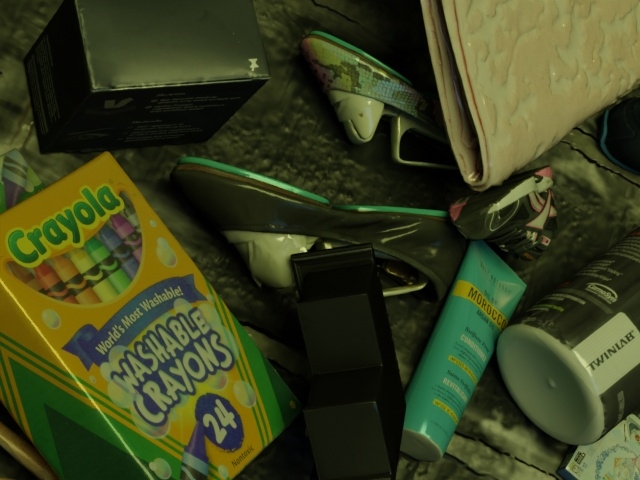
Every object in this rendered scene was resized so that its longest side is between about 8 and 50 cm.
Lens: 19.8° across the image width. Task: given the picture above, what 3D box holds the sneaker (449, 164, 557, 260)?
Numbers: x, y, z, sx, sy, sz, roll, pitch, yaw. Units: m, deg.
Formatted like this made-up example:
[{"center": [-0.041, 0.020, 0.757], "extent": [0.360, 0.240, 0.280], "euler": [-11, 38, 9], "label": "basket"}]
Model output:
[{"center": [0.178, -0.017, 1.646], "extent": [0.178, 0.072, 0.077], "euler": [-22, 94, -59], "label": "sneaker"}]

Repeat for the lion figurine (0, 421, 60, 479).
[{"center": [-0.255, 0.287, 1.349], "extent": [0.240, 0.142, 0.392], "euler": [24, 70, -7], "label": "lion figurine"}]

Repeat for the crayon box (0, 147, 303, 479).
[{"center": [-0.177, 0.065, 1.443], "extent": [0.323, 0.083, 0.203], "euler": [52, 34, -1], "label": "crayon box"}]

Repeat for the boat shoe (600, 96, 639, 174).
[{"center": [0.398, -0.078, 1.780], "extent": [0.258, 0.089, 0.109], "euler": [7, 72, -22], "label": "boat shoe"}]

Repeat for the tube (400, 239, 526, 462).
[{"center": [0.123, 0.098, 1.632], "extent": [0.080, 0.052, 0.207], "euler": [48, 56, -32], "label": "tube"}]

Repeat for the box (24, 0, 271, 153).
[{"center": [-0.147, -0.143, 1.523], "extent": [0.156, 0.158, 0.093], "euler": [-6, 77, -26], "label": "box"}]

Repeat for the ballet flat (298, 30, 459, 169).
[{"center": [0.072, -0.112, 1.664], "extent": [0.221, 0.077, 0.079], "euler": [24, 83, -16], "label": "ballet flat"}]

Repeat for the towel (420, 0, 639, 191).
[{"center": [0.202, -0.248, 1.655], "extent": [0.332, 0.053, 0.317], "euler": [-33, 117, -43], "label": "towel"}]

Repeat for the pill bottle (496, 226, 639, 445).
[{"center": [0.286, 0.069, 1.663], "extent": [0.246, 0.130, 0.130], "euler": [-34, 90, -28], "label": "pill bottle"}]

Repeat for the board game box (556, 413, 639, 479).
[{"center": [0.273, 0.203, 1.678], "extent": [0.090, 0.020, 0.090], "euler": [40, 63, -7], "label": "board game box"}]

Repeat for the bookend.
[{"center": [0.016, 0.107, 1.485], "extent": [0.072, 0.157, 0.156], "euler": [-9, 112, 10], "label": "bookend"}]

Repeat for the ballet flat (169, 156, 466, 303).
[{"center": [0.000, 0.000, 1.584], "extent": [0.280, 0.095, 0.096], "euler": [11, 82, -20], "label": "ballet flat"}]
